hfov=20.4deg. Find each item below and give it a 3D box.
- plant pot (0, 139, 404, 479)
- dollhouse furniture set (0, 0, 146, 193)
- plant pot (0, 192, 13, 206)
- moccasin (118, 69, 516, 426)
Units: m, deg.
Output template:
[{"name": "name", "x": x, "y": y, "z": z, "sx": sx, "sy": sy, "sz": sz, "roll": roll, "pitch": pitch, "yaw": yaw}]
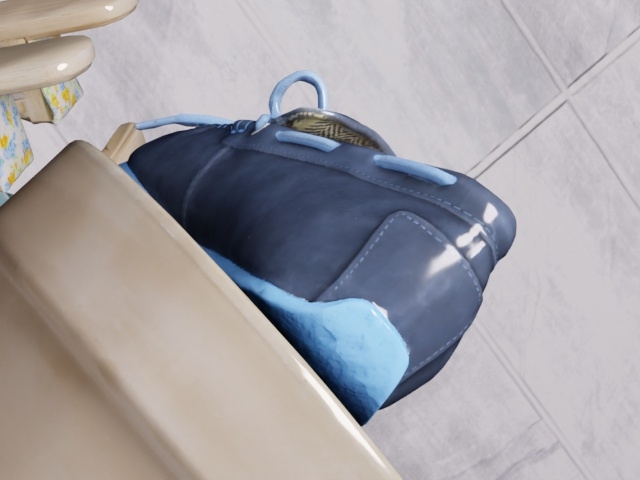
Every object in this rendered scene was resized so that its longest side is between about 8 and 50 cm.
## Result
[{"name": "plant pot", "x": -0.113, "y": 0.164, "z": 0.812, "sx": 0.323, "sy": 0.280, "sz": 0.323, "roll": 48, "pitch": -7, "yaw": 8}, {"name": "dollhouse furniture set", "x": -0.137, "y": 0.037, "z": 1.272, "sx": 0.394, "sy": 0.257, "sz": 0.362, "roll": -70, "pitch": 150, "yaw": -63}, {"name": "plant pot", "x": -0.384, "y": -0.005, "z": 1.425, "sx": 0.247, "sy": 0.252, "sz": 0.248, "roll": 45, "pitch": -9, "yaw": 35}, {"name": "moccasin", "x": 0.000, "y": 0.000, "z": 0.861, "sx": 0.137, "sy": 0.117, "sz": 0.342, "roll": 53, "pitch": -9, "yaw": -26}]
